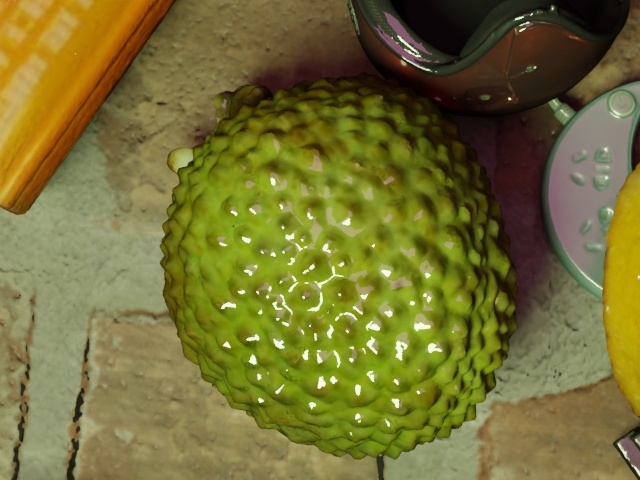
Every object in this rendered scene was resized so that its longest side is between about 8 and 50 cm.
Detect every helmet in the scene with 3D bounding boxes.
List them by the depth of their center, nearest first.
[{"bbox_3d":[0.126,-0.191,1.214,0.216,0.193,0.189,-4,67,-8],"label":"helmet"}]

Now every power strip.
[{"bbox_3d":[0.238,-0.037,1.257,0.137,0.044,0.216,-24,81,3],"label":"power strip"}]

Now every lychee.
[{"bbox_3d":[0.008,0.008,1.169,0.270,0.270,0.320,-40,84,-1],"label":"lychee"}]

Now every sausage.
[{"bbox_3d":[-0.242,-0.198,1.237,0.233,0.233,0.287,35,86,9],"label":"sausage"}]

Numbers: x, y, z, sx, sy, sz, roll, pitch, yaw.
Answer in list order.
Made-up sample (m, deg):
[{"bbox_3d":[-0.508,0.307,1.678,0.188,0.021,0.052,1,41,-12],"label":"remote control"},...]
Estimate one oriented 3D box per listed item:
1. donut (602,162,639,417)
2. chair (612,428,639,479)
[{"bbox_3d":[0.342,0.036,1.167,0.277,0.108,0.278,0,90,-21],"label":"donut"},{"bbox_3d":[0.272,0.349,1.100,0.203,0.240,0.416,-34,79,-2],"label":"chair"}]
